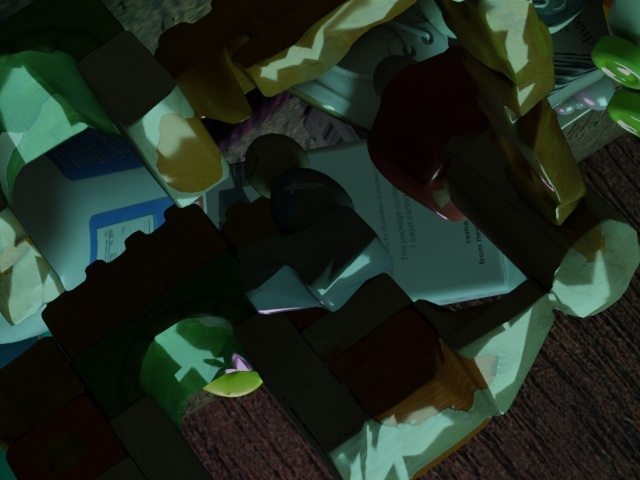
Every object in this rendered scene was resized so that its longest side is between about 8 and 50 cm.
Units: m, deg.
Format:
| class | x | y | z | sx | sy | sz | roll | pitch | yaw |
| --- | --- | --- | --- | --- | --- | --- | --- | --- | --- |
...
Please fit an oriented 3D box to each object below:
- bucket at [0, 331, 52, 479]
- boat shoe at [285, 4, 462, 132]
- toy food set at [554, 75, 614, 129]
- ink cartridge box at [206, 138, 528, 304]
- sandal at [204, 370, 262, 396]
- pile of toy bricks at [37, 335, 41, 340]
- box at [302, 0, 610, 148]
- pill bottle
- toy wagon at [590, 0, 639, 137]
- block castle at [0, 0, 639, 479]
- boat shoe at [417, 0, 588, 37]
| class | x | y | z | sx | sy | sz | roll | pitch | yaw |
| --- | --- | --- | --- | --- | --- | --- | --- | --- | --- |
| bucket | -0.264 | 0.162 | 1.187 | 0.281 | 0.183 | 0.281 | -23 | 141 | -20 |
| boat shoe | 0.053 | -0.138 | 1.388 | 0.277 | 0.098 | 0.096 | -4 | 124 | -62 |
| toy food set | 0.267 | -0.151 | 2.188 | 0.220 | 0.092 | 0.306 | -34 | 172 | 0 |
| ink cartridge box | 0.000 | 0.000 | 1.394 | 0.308 | 0.129 | 0.223 | -9 | 178 | 13 |
| sandal | -0.046 | 0.024 | 1.973 | 0.317 | 0.126 | 0.138 | -45 | -157 | 30 |
| pile of toy bricks | -0.204 | 0.036 | 1.383 | 0.212 | 0.118 | 0.105 | -8 | 122 | -54 |
| box | 0.129 | -0.139 | 1.593 | 0.275 | 0.113 | 0.094 | -33 | 171 | -20 |
| pill bottle | -0.171 | -0.008 | 1.076 | 0.124 | 0.124 | 0.221 | -37 | 171 | 26 |
| toy wagon | 0.328 | -0.218 | 1.569 | 0.267 | 0.068 | 0.344 | -58 | 159 | -8 |
| block castle | -0.097 | 0.000 | 0.848 | 0.453 | 0.213 | 0.303 | -36 | 135 | -6 |
| boat shoe | 0.166 | -0.209 | 1.398 | 0.079 | 0.084 | 0.233 | -39 | 168 | 37 |
